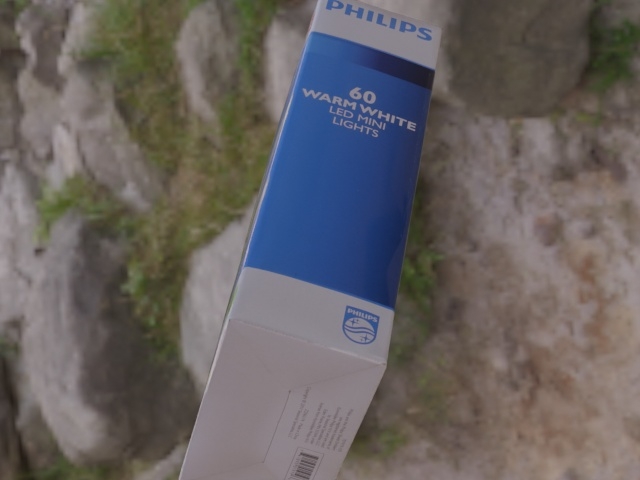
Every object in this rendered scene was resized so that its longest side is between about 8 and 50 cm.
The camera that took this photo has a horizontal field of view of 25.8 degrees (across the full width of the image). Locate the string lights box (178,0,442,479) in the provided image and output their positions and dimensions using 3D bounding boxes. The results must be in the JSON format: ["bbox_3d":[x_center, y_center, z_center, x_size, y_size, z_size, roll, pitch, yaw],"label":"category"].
[{"bbox_3d":[0.000,0.000,0.741,0.259,0.077,0.133,-78,5,-46],"label":"string lights box"}]
